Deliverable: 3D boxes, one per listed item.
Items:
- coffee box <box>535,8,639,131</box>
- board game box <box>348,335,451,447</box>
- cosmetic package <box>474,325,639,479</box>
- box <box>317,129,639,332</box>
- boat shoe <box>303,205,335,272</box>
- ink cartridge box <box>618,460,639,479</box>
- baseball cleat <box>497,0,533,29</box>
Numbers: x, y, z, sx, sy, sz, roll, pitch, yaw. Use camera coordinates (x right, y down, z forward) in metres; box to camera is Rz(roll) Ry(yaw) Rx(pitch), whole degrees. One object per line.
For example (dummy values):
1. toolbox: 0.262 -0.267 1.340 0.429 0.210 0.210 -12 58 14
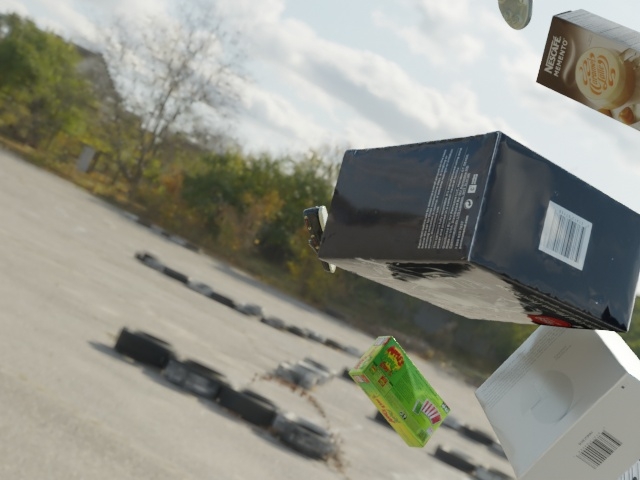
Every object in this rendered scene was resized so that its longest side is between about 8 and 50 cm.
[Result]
1. coffee box: 0.531 -0.311 1.732 0.098 0.141 0.246 -23 43 -38
2. board game box: 0.139 0.264 1.658 0.181 0.092 0.043 52 -30 -15
3. cosmetic package: 0.382 0.248 1.443 0.138 0.224 0.224 35 16 -23
4. box: 0.234 -0.002 1.373 0.343 0.178 0.313 23 -12 -34
5. boat shoe: 0.000 -0.001 1.760 0.042 0.133 0.049 -8 24 17
6. ink cartridge box: 0.570 0.516 1.868 0.046 0.207 0.097 -7 -55 55
7. baseball cleat: 0.356 -0.465 1.693 0.109 0.205 0.072 2 -18 -41
